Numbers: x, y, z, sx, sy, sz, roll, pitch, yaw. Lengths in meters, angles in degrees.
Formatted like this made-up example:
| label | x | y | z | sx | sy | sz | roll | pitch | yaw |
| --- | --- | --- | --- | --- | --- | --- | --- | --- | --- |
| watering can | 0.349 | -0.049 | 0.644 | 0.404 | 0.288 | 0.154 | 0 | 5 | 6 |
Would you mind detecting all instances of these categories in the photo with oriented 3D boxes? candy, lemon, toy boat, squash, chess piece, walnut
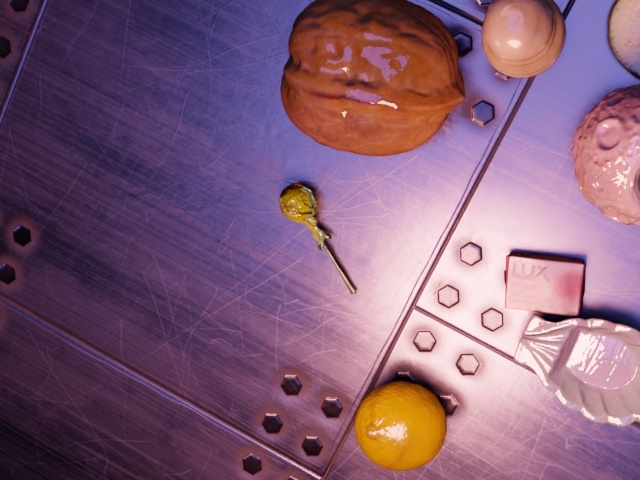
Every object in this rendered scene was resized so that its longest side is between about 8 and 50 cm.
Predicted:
| label | x | y | z | sx | sy | sz | roll | pitch | yaw |
| --- | --- | --- | --- | --- | --- | --- | --- | --- | --- |
| candy | 0.002 | -0.001 | 1.989 | 0.077 | 0.073 | 0.262 | -33 | 97 | -11 |
| lemon | 0.158 | 0.370 | 1.935 | 0.178 | 0.203 | 0.178 | 0 | 90 | 38 |
| toy boat | 0.527 | 0.235 | 1.873 | 0.290 | 0.100 | 0.199 | 24 | 103 | 8 |
| squash | 0.642 | -0.395 | 1.784 | 0.219 | 0.041 | 0.219 | 1 | 95 | 16 |
| chess piece | 0.351 | -0.373 | 1.719 | 0.167 | 0.300 | 0.167 | 2 | 99 | 15 |
| walnut | 0.101 | -0.305 | 1.802 | 0.344 | 0.306 | 0.306 | 19 | 102 | 13 |

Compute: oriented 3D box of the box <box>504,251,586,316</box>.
| label | x | y | z | sx | sy | sz | roll | pitch | yaw |
| --- | --- | --- | --- | --- | --- | --- | --- | --- | --- |
| box | 0.438 | 0.084 | 1.893 | 0.156 | 0.060 | 0.111 | 5 | 98 | 12 |

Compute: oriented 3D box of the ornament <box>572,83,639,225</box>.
| label | x | y | z | sx | sy | sz | roll | pitch | yaw |
| --- | --- | --- | --- | --- | --- | --- | --- | --- | --- |
| ornament | 0.579 | -0.154 | 1.732 | 0.259 | 0.225 | 0.259 | -3 | 120 | -5 |
